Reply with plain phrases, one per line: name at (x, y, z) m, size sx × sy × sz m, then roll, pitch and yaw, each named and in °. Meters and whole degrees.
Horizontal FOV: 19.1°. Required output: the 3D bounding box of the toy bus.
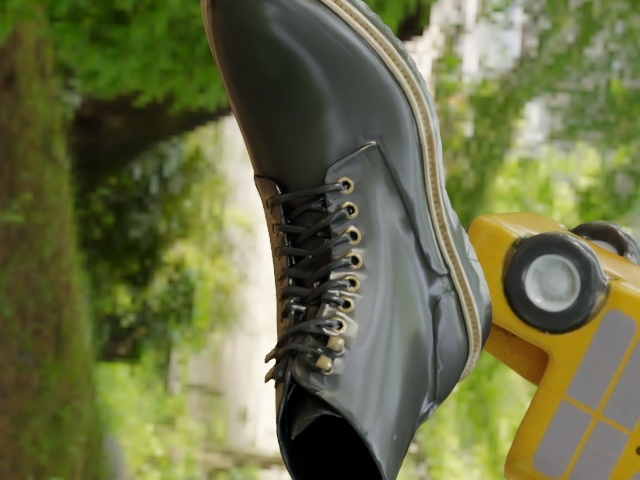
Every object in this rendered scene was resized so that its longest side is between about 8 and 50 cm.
toy bus at (0.211, 0.103, 0.947) m, size 0.130 × 0.333 × 0.108 m, roll -67°, pitch 162°, yaw 13°

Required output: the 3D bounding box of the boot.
boot at (0.000, 0.000, 0.714) m, size 0.198 × 0.077 × 0.137 m, roll 59°, pitch 32°, yaw -19°
